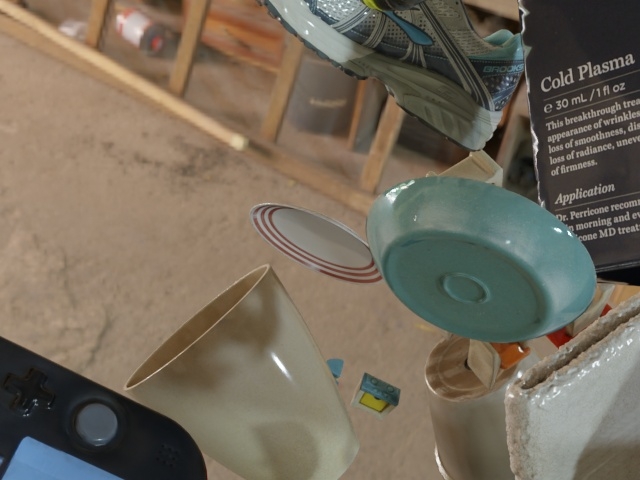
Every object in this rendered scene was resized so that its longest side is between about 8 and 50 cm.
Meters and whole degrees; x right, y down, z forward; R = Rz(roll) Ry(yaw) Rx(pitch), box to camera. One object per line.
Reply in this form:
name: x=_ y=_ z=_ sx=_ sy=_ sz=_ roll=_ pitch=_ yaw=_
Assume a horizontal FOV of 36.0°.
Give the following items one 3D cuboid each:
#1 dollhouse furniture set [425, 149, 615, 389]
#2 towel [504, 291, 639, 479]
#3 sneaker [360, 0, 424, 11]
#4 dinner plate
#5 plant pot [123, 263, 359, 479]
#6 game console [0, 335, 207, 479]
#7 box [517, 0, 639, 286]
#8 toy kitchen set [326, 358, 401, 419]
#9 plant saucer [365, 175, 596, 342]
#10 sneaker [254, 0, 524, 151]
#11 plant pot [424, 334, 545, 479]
dollhouse furniture set: x=0.232 y=0.021 z=1.168 sx=0.262 sy=0.135 sz=0.259 roll=-31 pitch=60 yaw=-15
towel: x=0.260 y=0.143 z=0.851 sx=0.282 sy=0.187 sz=0.049 roll=-26 pitch=29 yaw=-31
sneaker: x=-0.003 y=-0.303 z=0.619 sx=0.147 sy=0.145 sz=0.384 roll=-31 pitch=70 yaw=-14
dinner plate: x=0.000 y=0.000 z=0.916 sx=0.141 sy=0.141 sz=0.017 roll=22 pitch=71 yaw=13
plant pot: x=-0.081 y=0.217 z=1.347 sx=0.274 sy=0.256 sz=0.256 roll=50 pitch=40 yaw=-8
game console: x=-0.294 y=0.261 z=0.809 sx=0.342 sy=0.060 sz=0.386 roll=31 pitch=47 yaw=-13
box: x=0.316 y=-0.146 z=0.629 sx=0.343 sy=0.312 sz=0.179 roll=-12 pitch=-12 yaw=43
toy kitchen set: x=0.059 y=0.317 z=1.808 sx=0.166 sy=0.122 sz=0.207 roll=27 pitch=43 yaw=-8
plant saucer: x=0.075 y=0.017 z=0.489 sx=0.119 sy=0.119 sz=0.021 roll=21 pitch=56 yaw=11
sneaker: x=0.056 y=-0.196 z=0.840 sx=0.283 sy=0.122 sz=0.110 roll=28 pitch=13 yaw=-24
plant pot: x=0.332 y=0.310 z=1.828 sx=0.323 sy=0.280 sz=0.323 roll=-19 pitch=37 yaw=15
